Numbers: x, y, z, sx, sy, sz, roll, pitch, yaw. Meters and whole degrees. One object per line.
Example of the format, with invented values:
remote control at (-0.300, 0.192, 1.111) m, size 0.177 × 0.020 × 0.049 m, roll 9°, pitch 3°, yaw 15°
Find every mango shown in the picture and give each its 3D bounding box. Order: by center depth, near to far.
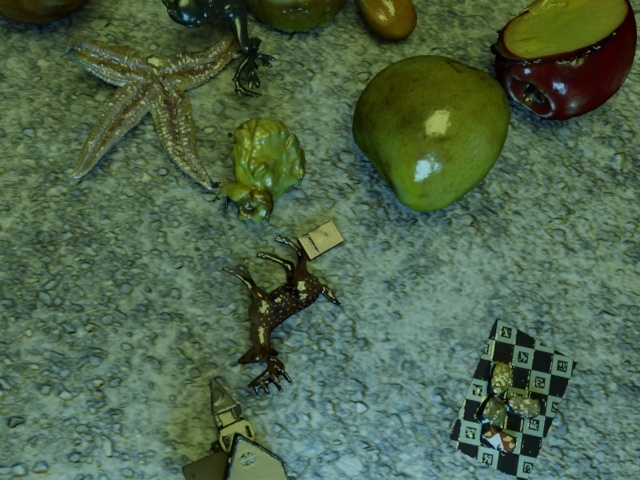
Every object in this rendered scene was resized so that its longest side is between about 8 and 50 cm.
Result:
mango at (0.135, -0.496, 1.893) m, size 0.165 × 0.089 × 0.115 m, roll 46°, pitch 51°, yaw -14°

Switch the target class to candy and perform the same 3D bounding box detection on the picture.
candy at (-0.056, -0.567, 1.883) m, size 0.259 × 0.118 × 0.260 m, roll 2°, pitch 75°, yaw -6°

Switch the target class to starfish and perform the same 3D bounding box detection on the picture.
starfish at (-0.325, -0.296, 1.769) m, size 0.398 × 0.132 × 0.384 m, roll 8°, pitch 73°, yaw -31°

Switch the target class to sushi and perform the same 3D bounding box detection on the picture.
sushi at (0.385, 0.317, 1.775) m, size 0.192 × 0.043 × 0.280 m, roll 28°, pitch 75°, yaw -1°

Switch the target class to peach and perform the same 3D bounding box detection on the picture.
peach at (0.527, -0.390, 1.888) m, size 0.257 × 0.201 × 0.362 m, roll 19°, pitch 54°, yaw 35°

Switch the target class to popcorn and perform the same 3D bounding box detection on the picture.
popcorn at (-0.119, -0.141, 1.745) m, size 0.173 × 0.168 × 0.195 m, roll 24°, pitch 69°, yaw 26°

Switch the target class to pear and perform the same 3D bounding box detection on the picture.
pear at (0.225, -0.217, 1.747) m, size 0.303 × 0.304 × 0.304 m, roll 2°, pitch 77°, yaw -8°

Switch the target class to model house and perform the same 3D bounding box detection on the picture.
model house at (-0.169, 0.371, 1.607) m, size 0.176 × 0.181 × 0.248 m, roll -21°, pitch 85°, yaw -12°

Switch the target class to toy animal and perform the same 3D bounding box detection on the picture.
toy animal at (-0.084, 0.142, 1.728) m, size 0.243 × 0.087 × 0.260 m, roll -32°, pitch 80°, yaw -12°

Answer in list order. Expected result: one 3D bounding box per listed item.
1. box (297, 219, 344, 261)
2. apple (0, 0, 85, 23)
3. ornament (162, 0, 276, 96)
box at (0.000, 0.000, 1.805) m, size 0.082 × 0.023 × 0.052 m, roll -29°, pitch 81°, yaw -14°
apple at (-0.558, -0.580, 1.739) m, size 0.249 × 0.277 × 0.310 m, roll -11°, pitch 103°, yaw -24°
ornament at (-0.189, -0.390, 1.767) m, size 0.202 × 0.080 × 0.236 m, roll -24°, pitch 96°, yaw -40°
